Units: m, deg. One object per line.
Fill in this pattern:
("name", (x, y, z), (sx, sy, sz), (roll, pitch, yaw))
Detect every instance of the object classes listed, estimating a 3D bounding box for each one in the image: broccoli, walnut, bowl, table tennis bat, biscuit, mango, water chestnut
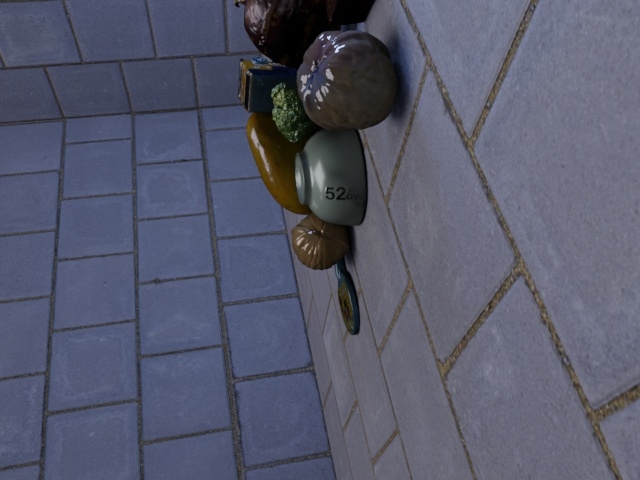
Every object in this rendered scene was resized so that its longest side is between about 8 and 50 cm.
("broccoli", (-0.069, -0.462, 1.821), (0.254, 0.186, 0.302), (-60, -6, -38))
("walnut", (0.070, -0.382, 1.374), (0.248, 0.249, 0.248), (173, 90, -80))
("walnut", (0.000, 0.000, 2.079), (0.261, 0.225, 0.224), (105, 156, -77))
("bowl", (0.020, -0.214, 1.884), (0.354, 0.185, 0.353), (173, 90, -80))
("table tennis bat", (0.096, 0.199, 2.166), (0.215, 0.044, 0.328), (108, 151, -70))
("biscuit", (0.084, -0.640, 1.461), (0.252, 0.106, 0.070), (137, 124, -79))
("mango", (-0.115, -0.300, 2.135), (0.445, 0.232, 0.300), (53, -138, -16))
("water chestnut", (-0.113, -0.698, 1.688), (0.347, 0.335, 0.335), (34, 155, 10))

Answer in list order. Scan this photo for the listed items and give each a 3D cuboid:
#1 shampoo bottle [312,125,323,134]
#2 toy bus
("shampoo bottle", (-0.042, -0.580, 2.255), (0.129, 0.084, 0.322), (43, -142, -80))
("toy bus", (-0.124, -0.552, 2.047), (0.194, 0.324, 0.161), (-113, 27, -53))
